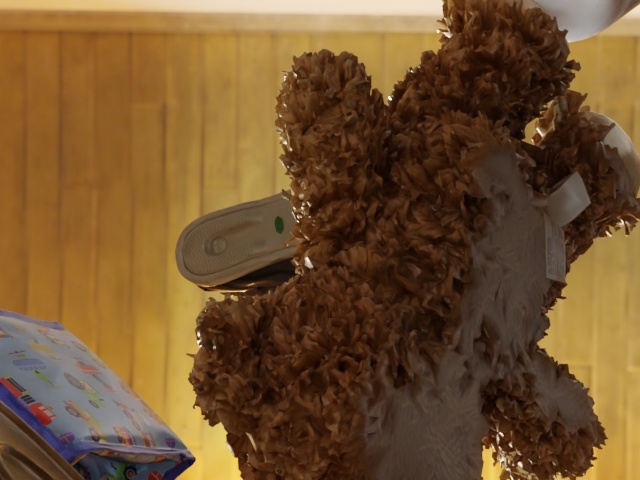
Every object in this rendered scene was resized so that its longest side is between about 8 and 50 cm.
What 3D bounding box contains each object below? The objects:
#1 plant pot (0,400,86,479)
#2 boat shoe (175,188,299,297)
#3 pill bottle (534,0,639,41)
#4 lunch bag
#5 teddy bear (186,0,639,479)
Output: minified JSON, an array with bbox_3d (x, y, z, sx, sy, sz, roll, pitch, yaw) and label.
[{"bbox_3d":[-0.118,0.119,0.568,0.032,0.236,0.236,-45,-10,-5],"label":"plant pot"},{"bbox_3d":[0.000,0.000,1.144,0.079,0.233,0.084,51,-148,-57],"label":"boat shoe"},{"bbox_3d":[0.254,-0.281,1.149,0.264,0.153,0.153,-36,-41,-38],"label":"pill bottle"},{"bbox_3d":[-0.271,0.158,1.313,0.138,0.221,0.293,-47,-20,-8],"label":"lunch bag"},{"bbox_3d":[0.057,0.011,0.682,0.245,0.113,0.338,39,-123,-34],"label":"teddy bear"}]
